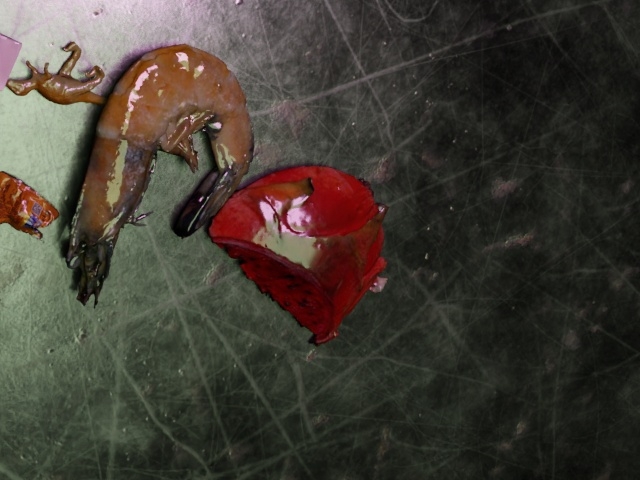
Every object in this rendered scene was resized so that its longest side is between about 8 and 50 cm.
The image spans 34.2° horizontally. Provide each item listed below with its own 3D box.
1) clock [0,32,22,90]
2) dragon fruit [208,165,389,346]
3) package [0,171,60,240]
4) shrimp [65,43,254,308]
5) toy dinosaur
[{"bbox_3d":[-0.569,-0.290,1.383,0.290,0.275,0.080,25,96,7],"label":"clock"},{"bbox_3d":[0.000,0.000,1.789,0.343,0.100,0.282,44,79,-30],"label":"dragon fruit"},{"bbox_3d":[-0.458,-0.046,1.581,0.110,0.033,0.077,34,98,-25],"label":"package"},{"bbox_3d":[-0.259,-0.089,1.649,0.272,0.085,0.445,26,90,-36],"label":"shrimp"},{"bbox_3d":[-0.380,-0.219,1.572,0.126,0.039,0.162,-42,124,-11],"label":"toy dinosaur"}]
